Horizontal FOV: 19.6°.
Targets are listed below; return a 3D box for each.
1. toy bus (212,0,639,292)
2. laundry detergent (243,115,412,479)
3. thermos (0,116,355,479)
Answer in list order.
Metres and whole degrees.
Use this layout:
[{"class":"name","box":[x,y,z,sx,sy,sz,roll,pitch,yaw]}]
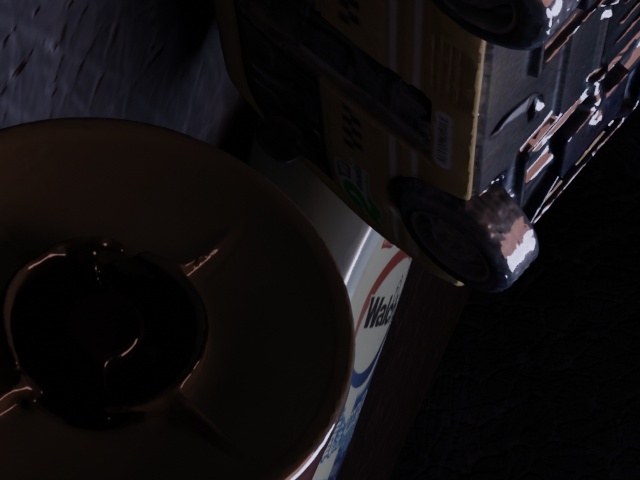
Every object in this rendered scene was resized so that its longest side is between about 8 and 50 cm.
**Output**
[{"class":"toy bus","box":[0.054,-0.139,0.716,0.177,0.202,0.365,-47,162,-18]},{"class":"laundry detergent","box":[0.000,0.000,1.037,0.215,0.105,0.280,-4,112,-80]},{"class":"thermos","box":[-0.090,0.107,0.616,0.265,0.146,0.176,108,1,-49]}]
